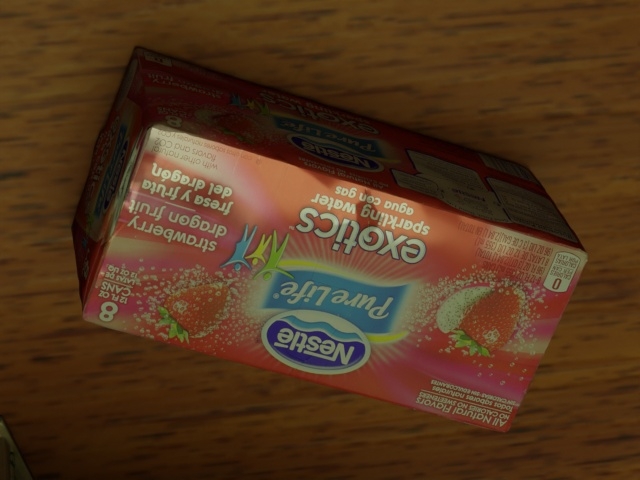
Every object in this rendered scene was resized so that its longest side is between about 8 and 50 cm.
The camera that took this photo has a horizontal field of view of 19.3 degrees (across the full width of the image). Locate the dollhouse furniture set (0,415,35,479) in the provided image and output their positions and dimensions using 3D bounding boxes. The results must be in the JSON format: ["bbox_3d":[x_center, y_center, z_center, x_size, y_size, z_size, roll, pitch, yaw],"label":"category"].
[{"bbox_3d":[-0.233,0.212,1.073,0.161,0.182,0.101,-22,116,0],"label":"dollhouse furniture set"}]

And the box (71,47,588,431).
[{"bbox_3d":[0.000,0.000,1.048,0.257,0.128,0.122,16,110,-17],"label":"box"}]
